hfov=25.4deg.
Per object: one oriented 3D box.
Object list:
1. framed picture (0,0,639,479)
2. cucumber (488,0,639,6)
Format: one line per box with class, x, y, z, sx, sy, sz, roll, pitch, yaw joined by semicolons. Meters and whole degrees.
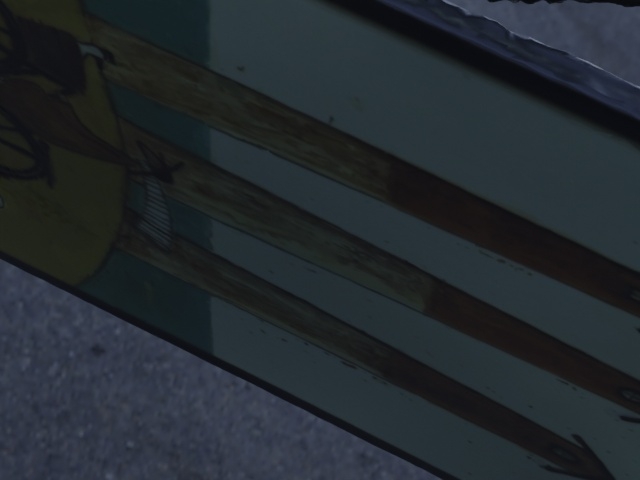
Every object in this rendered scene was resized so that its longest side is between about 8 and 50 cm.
framed picture;0.000;0.000;0.409;0.324;0.244;0.013;26;63;9
cucumber;0.022;-0.171;0.733;0.360;0.096;0.096;7;31;17
